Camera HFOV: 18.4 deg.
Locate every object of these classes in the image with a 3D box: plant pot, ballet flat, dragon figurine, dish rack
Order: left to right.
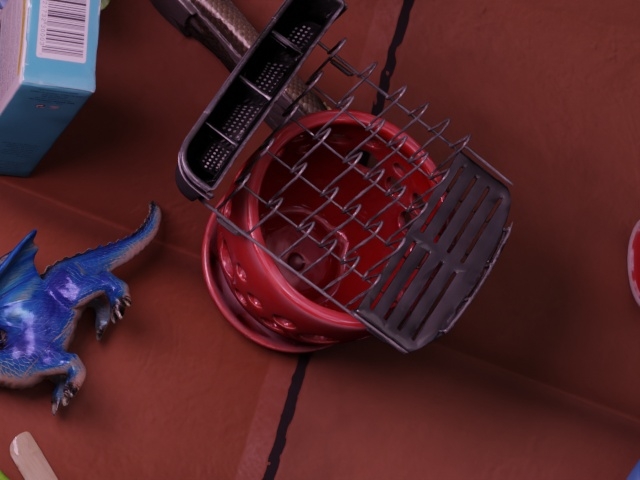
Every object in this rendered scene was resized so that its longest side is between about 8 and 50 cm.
[{"bbox_3d":[-0.242,0.047,1.653,0.144,0.085,0.289,34,69,-10],"label":"dragon figurine"},{"bbox_3d":[-0.055,-0.164,1.782,0.250,0.084,0.058,45,68,2],"label":"ballet flat"},{"bbox_3d":[0.000,0.000,1.705,0.191,0.174,0.191,5,75,-18],"label":"plant pot"},{"bbox_3d":[0.031,-0.049,1.596,0.271,0.074,0.208,37,66,-8],"label":"dish rack"}]

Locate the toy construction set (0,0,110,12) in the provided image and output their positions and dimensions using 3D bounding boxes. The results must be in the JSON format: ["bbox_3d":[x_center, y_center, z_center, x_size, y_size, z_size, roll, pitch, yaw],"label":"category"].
[{"bbox_3d":[-0.156,-0.300,1.707,0.327,0.151,0.215,-15,38,-13],"label":"toy construction set"}]

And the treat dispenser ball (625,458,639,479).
[{"bbox_3d":[0.391,0.280,1.714,0.288,0.288,0.288,5,75,-19],"label":"treat dispenser ball"}]

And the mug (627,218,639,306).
[{"bbox_3d":[0.381,0.014,1.895,0.169,0.150,0.113,-2,114,-16],"label":"mug"}]

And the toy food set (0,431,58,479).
[{"bbox_3d":[-0.284,0.250,1.612,0.192,0.038,0.132,-33,89,-24],"label":"toy food set"}]

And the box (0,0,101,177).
[{"bbox_3d":[-0.238,-0.132,1.613,0.060,0.244,0.100,7,74,-19],"label":"box"}]
